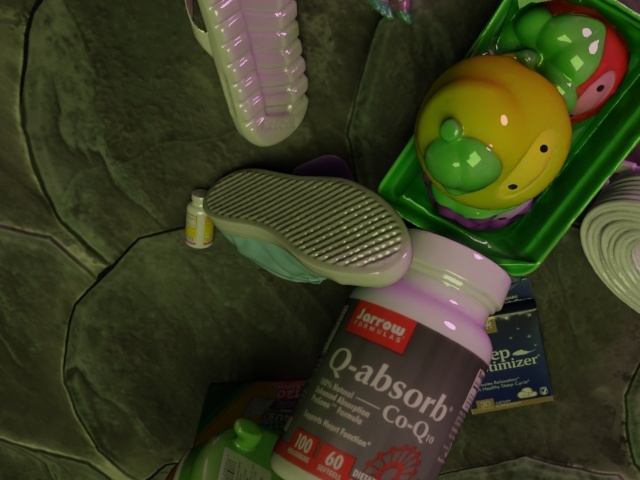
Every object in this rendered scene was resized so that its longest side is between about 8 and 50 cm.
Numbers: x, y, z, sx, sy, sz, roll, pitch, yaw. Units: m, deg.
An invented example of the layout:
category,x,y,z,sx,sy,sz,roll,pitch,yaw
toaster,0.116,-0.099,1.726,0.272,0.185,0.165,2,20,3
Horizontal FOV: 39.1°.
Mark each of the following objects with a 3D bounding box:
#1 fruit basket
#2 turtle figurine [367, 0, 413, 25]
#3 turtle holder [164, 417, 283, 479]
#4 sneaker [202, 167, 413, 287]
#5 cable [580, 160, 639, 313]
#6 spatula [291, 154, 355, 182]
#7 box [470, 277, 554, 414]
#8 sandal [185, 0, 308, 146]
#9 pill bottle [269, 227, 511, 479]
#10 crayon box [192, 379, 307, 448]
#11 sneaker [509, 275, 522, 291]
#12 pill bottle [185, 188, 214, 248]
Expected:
category,x,y,z,sx,sy,sz,roll,pitch,yaw
fruit basket,0.239,-0.131,1.081,0.283,0.392,0.392,27,117,-11
turtle figurine,0.154,-0.373,1.097,0.175,0.118,0.234,9,132,-50
turtle holder,-0.094,0.403,1.307,0.320,0.243,0.227,10,145,-46
sneaker,0.000,0.000,1.229,0.135,0.366,0.150,-51,133,-15
cable,0.480,0.019,1.226,0.089,0.257,0.257,-41,119,-20
spatula,0.056,0.006,1.355,0.084,0.030,0.296,-23,115,13
box,0.286,0.172,1.432,0.136,0.036,0.225,-12,116,10
sandal,-0.111,-0.314,1.143,0.102,0.169,0.416,21,128,39
pill bottle,0.100,0.180,1.194,0.210,0.210,0.363,28,80,-12
crayon box,-0.053,0.307,1.452,0.278,0.165,0.081,-3,119,5
sneaker,0.195,0.046,1.343,0.221,0.083,0.087,0,92,-9
pill bottle,-0.179,-0.033,1.341,0.043,0.043,0.083,8,119,-1
